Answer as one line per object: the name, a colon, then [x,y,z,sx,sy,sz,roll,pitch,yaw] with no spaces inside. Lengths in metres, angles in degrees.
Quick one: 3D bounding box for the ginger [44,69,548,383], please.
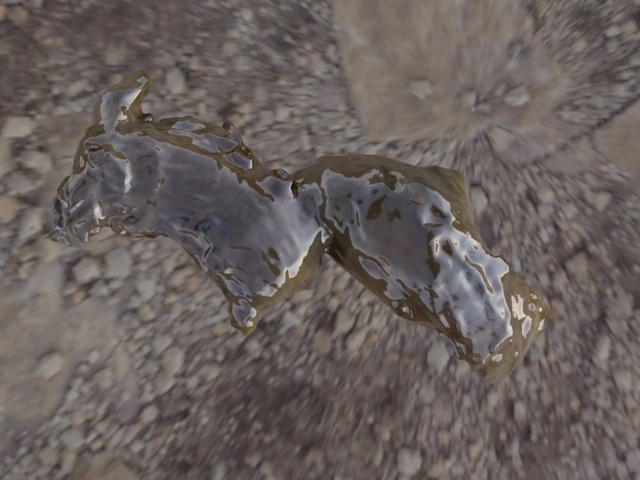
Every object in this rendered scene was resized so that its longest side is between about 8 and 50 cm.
ginger: [-0.002,-0.001,1.014,0.290,0.084,0.122,19,72,-7]
